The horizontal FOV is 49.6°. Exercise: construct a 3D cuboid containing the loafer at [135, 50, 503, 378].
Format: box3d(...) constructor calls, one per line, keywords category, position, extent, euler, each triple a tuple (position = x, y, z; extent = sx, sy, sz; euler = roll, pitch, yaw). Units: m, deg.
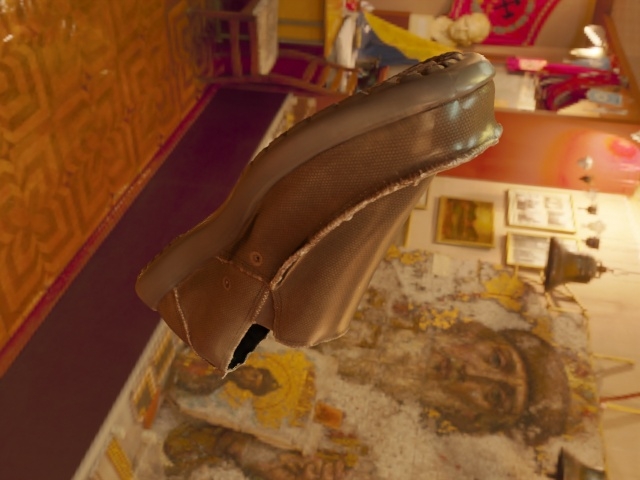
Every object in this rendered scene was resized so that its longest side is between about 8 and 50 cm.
box3d(category="loafer", position=(0.000, 0.000, 0.502), extent=(0.133, 0.130, 0.366), euler=(-35, 180, -42))
